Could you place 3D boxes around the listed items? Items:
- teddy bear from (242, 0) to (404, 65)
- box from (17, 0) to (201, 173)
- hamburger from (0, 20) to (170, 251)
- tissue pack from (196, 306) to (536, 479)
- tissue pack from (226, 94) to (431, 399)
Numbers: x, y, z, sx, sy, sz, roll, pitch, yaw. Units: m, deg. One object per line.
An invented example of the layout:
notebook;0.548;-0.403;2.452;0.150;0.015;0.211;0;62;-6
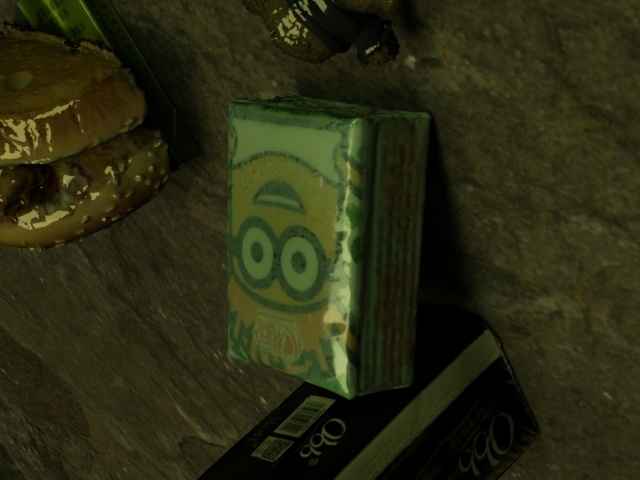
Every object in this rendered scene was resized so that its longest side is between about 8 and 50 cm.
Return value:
teddy bear;0.002;-0.241;1.360;0.182;0.129;0.251;43;150;-14
box;-0.293;-0.225;1.868;0.173;0.043;0.311;-14;109;58
hamburger;-0.421;-0.117;1.841;0.445;0.287;0.268;21;140;47
tissue pack;0.051;0.255;1.579;0.210;0.370;0.198;10;131;50
tissue pack;0.000;0.000;1.514;0.228;0.128;0.311;14;106;48
